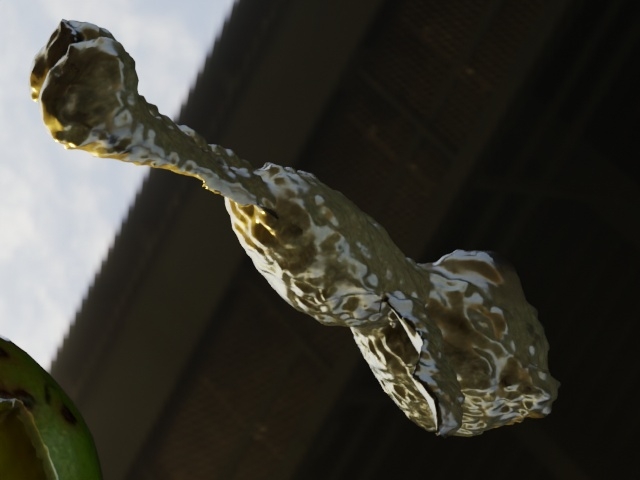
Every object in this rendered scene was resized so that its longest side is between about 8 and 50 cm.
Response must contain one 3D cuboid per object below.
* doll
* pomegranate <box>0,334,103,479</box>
[{"bbox_3d":[-0.006,-0.003,0.838,0.091,0.286,0.202,-57,-173,-4],"label":"doll"},{"bbox_3d":[-0.123,0.098,0.576,0.143,0.169,0.122,-55,-170,12],"label":"pomegranate"}]
